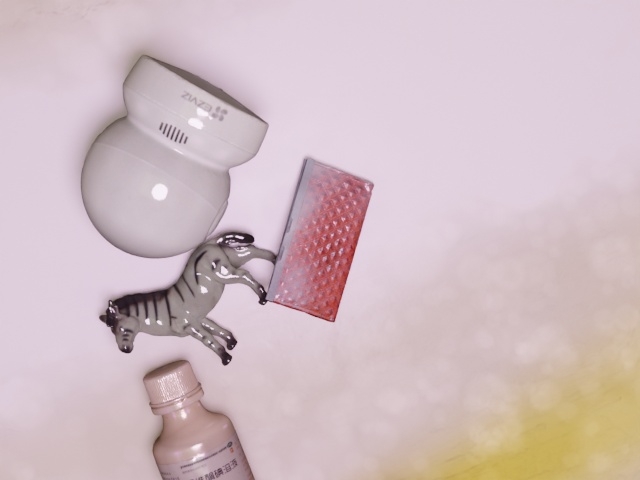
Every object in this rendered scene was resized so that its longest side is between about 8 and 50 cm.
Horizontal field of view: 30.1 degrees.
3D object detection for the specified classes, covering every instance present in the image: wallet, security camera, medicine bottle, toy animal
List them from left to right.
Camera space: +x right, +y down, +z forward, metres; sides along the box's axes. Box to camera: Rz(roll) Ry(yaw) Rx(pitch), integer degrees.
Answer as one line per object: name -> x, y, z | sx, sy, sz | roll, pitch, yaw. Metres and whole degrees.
security camera -> -0.194, -0.090, 1.484 | 0.194, 0.194, 0.236 | 27, 96, -7
toy animal -> -0.168, 0.072, 1.562 | 0.176, 0.073, 0.217 | 33, 89, -8
medicine bottle -> -0.159, 0.283, 1.566 | 0.114, 0.114, 0.252 | -20, 97, -2
wallet -> 0.000, 0.000, 1.563 | 0.103, 0.020, 0.197 | 19, 78, -15
